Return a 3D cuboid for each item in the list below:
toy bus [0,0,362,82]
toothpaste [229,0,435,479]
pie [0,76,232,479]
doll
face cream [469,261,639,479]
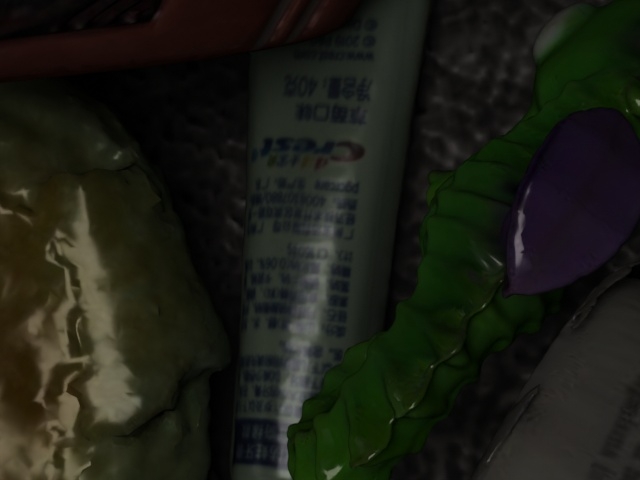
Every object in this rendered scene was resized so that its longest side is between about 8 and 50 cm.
[{"bbox_3d":[-0.015,-0.237,0.348,0.203,0.233,0.427,51,133,19],"label":"toy bus"},{"bbox_3d":[0.000,0.000,0.507,0.062,0.037,0.216,2,80,13],"label":"toothpaste"},{"bbox_3d":[-0.172,0.074,0.514,0.306,0.071,0.306,-1,84,8],"label":"pie"},{"bbox_3d":[0.052,-0.008,0.454,0.050,0.115,0.190,43,60,-6],"label":"doll"},{"bbox_3d":[0.098,0.114,0.403,0.153,0.177,0.177,26,90,13],"label":"face cream"}]
